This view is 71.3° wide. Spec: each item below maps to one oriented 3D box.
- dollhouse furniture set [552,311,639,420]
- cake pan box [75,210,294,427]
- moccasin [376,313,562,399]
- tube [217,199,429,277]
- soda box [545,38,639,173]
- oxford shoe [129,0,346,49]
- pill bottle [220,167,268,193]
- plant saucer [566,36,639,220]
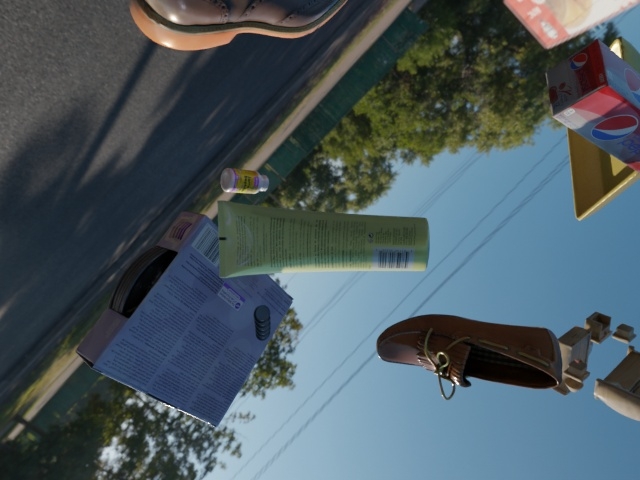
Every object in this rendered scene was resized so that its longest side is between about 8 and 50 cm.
[{"bbox_3d":[0.824,0.378,1.173,0.304,0.173,0.356,-22,-153,-30],"label":"dollhouse furniture set"},{"bbox_3d":[-0.185,0.123,0.681,0.070,0.267,0.245,10,-119,39],"label":"cake pan box"},{"bbox_3d":[0.305,0.254,0.962,0.381,0.139,0.147,6,-144,19],"label":"moccasin"},{"bbox_3d":[0.000,0.000,0.512,0.062,0.241,0.069,83,8,-59],"label":"tube"},{"bbox_3d":[0.471,-0.195,0.693,0.083,0.264,0.092,-32,-132,53],"label":"soda box"},{"bbox_3d":[-0.061,-0.353,0.583,0.364,0.129,0.133,-36,-179,-33],"label":"oxford shoe"},{"bbox_3d":[-0.138,-0.109,0.825,0.083,0.043,0.043,-2,154,-40],"label":"pill bottle"},{"bbox_3d":[0.706,-0.250,1.079,0.332,0.081,0.332,60,32,-72],"label":"plant saucer"}]
